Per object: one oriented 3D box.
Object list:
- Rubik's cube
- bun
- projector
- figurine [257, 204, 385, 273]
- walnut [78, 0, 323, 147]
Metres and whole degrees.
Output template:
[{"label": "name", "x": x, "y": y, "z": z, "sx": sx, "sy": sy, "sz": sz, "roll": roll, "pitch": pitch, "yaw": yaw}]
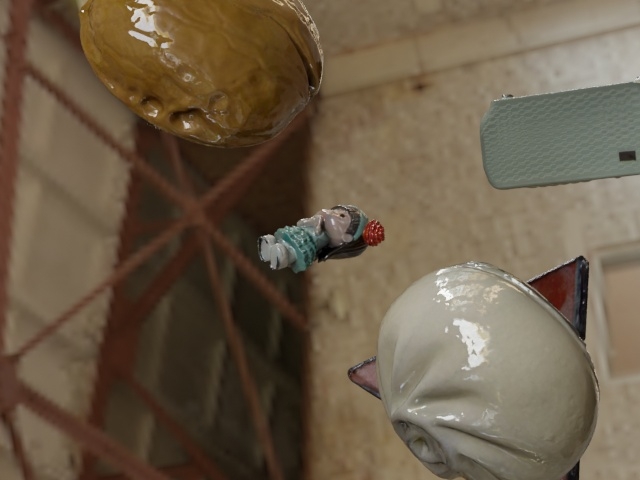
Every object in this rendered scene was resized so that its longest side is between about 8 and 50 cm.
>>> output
[{"label": "Rubik's cube", "x": 0.173, "y": 0.077, "z": 1.552, "sx": 0.211, "sy": 0.190, "sz": 0.178, "roll": 36, "pitch": -162, "yaw": 1}, {"label": "bun", "x": 0.106, "y": 0.107, "z": 1.344, "sx": 0.120, "sy": 0.173, "sz": 0.173, "roll": -38, "pitch": -59, "yaw": -29}, {"label": "projector", "x": 0.329, "y": -0.121, "z": 2.080, "sx": 0.198, "sy": 0.250, "sz": 0.108, "roll": -6, "pitch": -90, "yaw": -40}, {"label": "figurine", "x": 0.000, "y": 0.000, "z": 1.652, "sx": 0.106, "sy": 0.060, "sz": 0.047, "roll": -18, "pitch": -69, "yaw": -30}, {"label": "walnut", "x": -0.092, "y": -0.170, "z": 1.577, "sx": 0.087, "sy": 0.211, "sz": 0.167, "roll": 127, "pitch": 158, "yaw": -64}]
